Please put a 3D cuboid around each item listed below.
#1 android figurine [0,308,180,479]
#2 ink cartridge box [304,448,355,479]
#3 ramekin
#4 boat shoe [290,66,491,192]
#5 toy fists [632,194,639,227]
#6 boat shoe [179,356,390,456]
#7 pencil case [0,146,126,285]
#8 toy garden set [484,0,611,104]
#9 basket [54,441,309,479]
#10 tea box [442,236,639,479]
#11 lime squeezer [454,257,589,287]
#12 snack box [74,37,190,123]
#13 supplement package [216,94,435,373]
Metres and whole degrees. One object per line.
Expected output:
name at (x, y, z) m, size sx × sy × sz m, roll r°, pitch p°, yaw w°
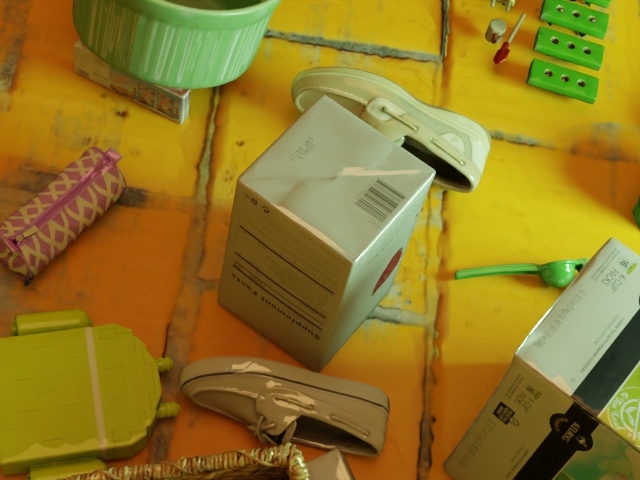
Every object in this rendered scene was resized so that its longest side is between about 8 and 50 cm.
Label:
android figurine at (-0.311, 0.193, 1.564) m, size 0.273 × 0.056 × 0.248 m, roll -7°, pitch 60°, yaw -14°
ink cartridge box at (-0.044, 0.378, 1.516) m, size 0.232 × 0.066 × 0.189 m, roll -25°, pitch 65°, yaw 0°
ramekin at (-0.209, -0.351, 1.820) m, size 0.303 × 0.148 × 0.303 m, roll 13°, pitch 40°, yaw -11°
boat shoe at (0.094, -0.155, 1.824) m, size 0.302 × 0.109 × 0.098 m, roll 22°, pitch 56°, yaw -3°
toy fists at (0.574, -0.113, 1.862) m, size 0.279 × 0.142 × 0.096 m, roll -24°, pitch 66°, yaw -23°
boat shoe at (-0.046, 0.214, 1.583) m, size 0.267 × 0.096 × 0.088 m, roll 14°, pitch 53°, yaw -11°
pencil case at (-0.346, -0.037, 1.680) m, size 0.086 × 0.088 × 0.206 m, roll 36°, pitch 59°, yaw 10°
toy garden set at (0.345, -0.331, 2.012) m, size 0.203 × 0.049 × 0.244 m, roll 17°, pitch 58°, yaw -2°
basket at (-0.146, 0.366, 1.364) m, size 0.299 × 0.223 × 0.213 m, roll -7°, pitch 62°, yaw -3°
tea box at (0.363, 0.236, 1.499) m, size 0.323 × 0.329 × 0.220 m, roll 37°, pitch 59°, yaw 13°
lime squeezer at (0.345, 0.073, 1.769) m, size 0.310 × 0.059 × 0.110 m, roll 26°, pitch 88°, yaw 4°
snack box at (-0.270, -0.228, 1.824) m, size 0.178 × 0.064 × 0.022 m, roll 26°, pitch 57°, yaw 6°
supplement package at (0.000, 0.000, 1.598) m, size 0.175 × 0.293 × 0.177 m, roll 35°, pitch 60°, yaw 12°
